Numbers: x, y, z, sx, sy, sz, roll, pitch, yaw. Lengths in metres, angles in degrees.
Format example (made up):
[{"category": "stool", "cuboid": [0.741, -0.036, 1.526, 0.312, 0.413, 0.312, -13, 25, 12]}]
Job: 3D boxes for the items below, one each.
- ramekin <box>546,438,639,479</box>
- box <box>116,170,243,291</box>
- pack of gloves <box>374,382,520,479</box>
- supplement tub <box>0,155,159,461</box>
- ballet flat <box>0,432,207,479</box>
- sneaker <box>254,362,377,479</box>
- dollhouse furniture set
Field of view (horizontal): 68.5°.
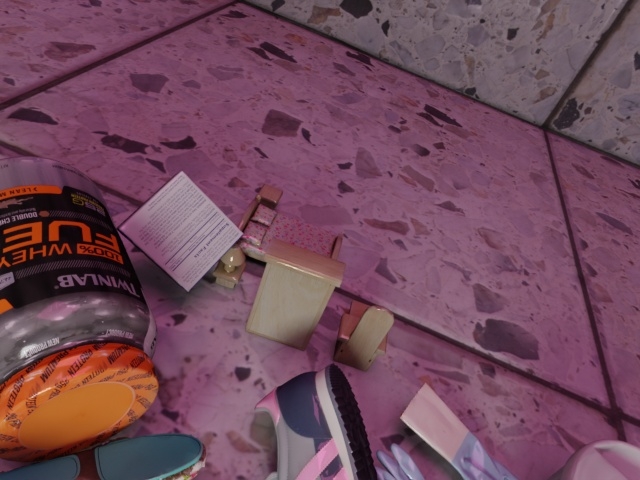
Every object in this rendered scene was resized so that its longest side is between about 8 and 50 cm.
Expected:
[{"category": "ramekin", "cuboid": [0.385, 0.404, 0.583, 0.273, 0.127, 0.272, 15, 42, -15]}, {"category": "box", "cuboid": [-0.215, -0.014, 0.726, 0.137, 0.072, 0.126, 48, 70, -19]}, {"category": "pack of gloves", "cuboid": [0.177, 0.346, 0.646, 0.232, 0.046, 0.195, 44, 42, 12]}, {"category": "supplement tub", "cuboid": [-0.333, 0.070, 0.578, 0.207, 0.207, 0.338, -12, 51, -35]}, {"category": "ballet flat", "cuboid": [-0.245, 0.267, 0.500, 0.241, 0.077, 0.091, -2, 22, -25]}, {"category": "sneaker", "cuboid": [0.003, 0.319, 0.555, 0.131, 0.112, 0.319, -21, 58, 14]}, {"category": "dollhouse furniture set", "cuboid": [0.000, 0.000, 0.838, 0.303, 0.173, 0.355, 21, 40, -3]}]
